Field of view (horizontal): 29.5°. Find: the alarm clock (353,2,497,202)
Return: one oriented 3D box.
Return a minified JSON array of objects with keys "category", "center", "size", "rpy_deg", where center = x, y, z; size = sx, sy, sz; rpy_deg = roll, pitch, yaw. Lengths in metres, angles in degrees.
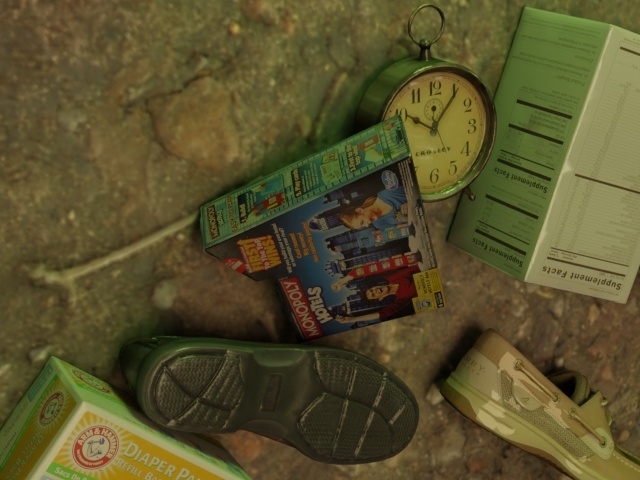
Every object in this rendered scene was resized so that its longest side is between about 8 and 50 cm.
[{"category":"alarm clock","center":[0.095,-0.122,1.116],"size":[0.129,0.064,0.192],"rpy_deg":[-9,114,-25]}]

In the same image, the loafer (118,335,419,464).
[{"category":"loafer","center":[-0.043,0.133,1.123],"size":[0.302,0.095,0.109],"rpy_deg":[16,96,-35]}]

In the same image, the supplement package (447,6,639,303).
[{"category":"supplement package","center":[0.243,-0.081,1.167],"size":[0.139,0.134,0.244],"rpy_deg":[13,100,-31]}]

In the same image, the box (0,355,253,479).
[{"category":"box","center":[-0.172,0.204,1.064],"size":[0.203,0.103,0.114],"rpy_deg":[33,90,-32]}]

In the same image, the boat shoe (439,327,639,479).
[{"category":"boat shoe","center":[0.262,0.189,1.288],"size":[0.302,0.109,0.098],"rpy_deg":[31,92,-26]}]

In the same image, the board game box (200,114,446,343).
[{"category":"board game box","center":[0.000,0.000,1.086],"size":[0.194,0.060,0.194],"rpy_deg":[-13,133,4]}]
